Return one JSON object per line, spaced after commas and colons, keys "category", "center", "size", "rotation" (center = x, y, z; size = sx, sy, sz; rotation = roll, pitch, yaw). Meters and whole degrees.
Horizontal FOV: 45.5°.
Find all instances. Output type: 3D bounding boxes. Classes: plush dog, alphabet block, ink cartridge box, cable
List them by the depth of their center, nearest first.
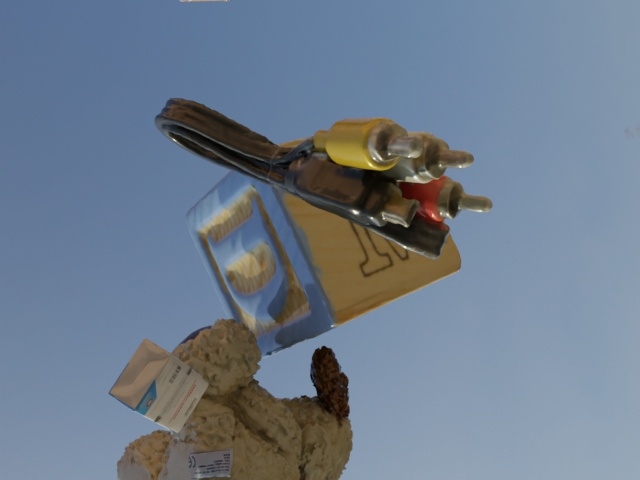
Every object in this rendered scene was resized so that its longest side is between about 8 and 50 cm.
{"category": "cable", "center": [-0.002, -0.062, 0.577], "size": [0.139, 0.287, 0.072], "rotation": [34, -97, -47]}
{"category": "ink cartridge box", "center": [-0.121, 0.113, 0.582], "size": [0.048, 0.028, 0.083], "rotation": [-58, -24, -16]}
{"category": "plush dog", "center": [-0.060, 0.230, 0.811], "size": [0.225, 0.210, 0.262], "rotation": [0, -53, -41]}
{"category": "alphabet block", "center": [0.000, 0.000, 0.848], "size": [0.197, 0.192, 0.193], "rotation": [-20, -97, -37]}
